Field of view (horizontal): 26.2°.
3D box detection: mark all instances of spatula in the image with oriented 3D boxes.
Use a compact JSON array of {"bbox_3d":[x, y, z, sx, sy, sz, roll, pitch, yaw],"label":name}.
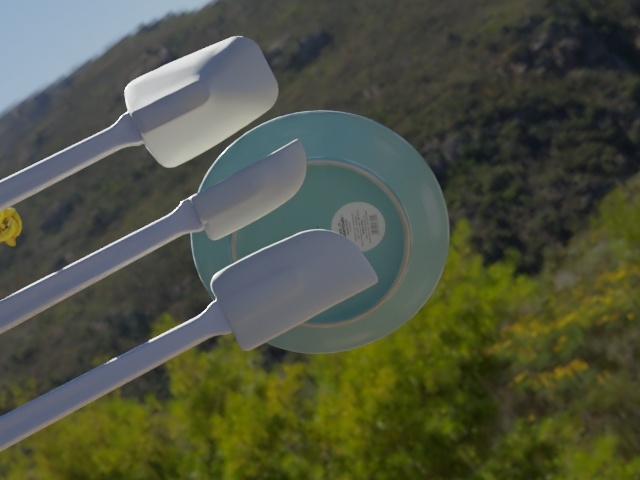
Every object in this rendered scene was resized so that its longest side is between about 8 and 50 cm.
[{"bbox_3d":[-0.112,0.004,0.763,0.242,0.168,0.019,-27,-6,-1],"label":"spatula"}]

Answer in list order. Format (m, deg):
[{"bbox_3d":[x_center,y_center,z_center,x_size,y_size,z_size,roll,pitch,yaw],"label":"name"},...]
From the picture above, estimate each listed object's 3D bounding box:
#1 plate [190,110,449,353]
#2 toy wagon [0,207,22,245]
[{"bbox_3d":[0.000,0.000,0.984,0.188,0.188,0.024,-37,16,13],"label":"plate"},{"bbox_3d":[-0.355,0.029,0.853,0.344,0.068,0.267,-9,-25,10],"label":"toy wagon"}]
